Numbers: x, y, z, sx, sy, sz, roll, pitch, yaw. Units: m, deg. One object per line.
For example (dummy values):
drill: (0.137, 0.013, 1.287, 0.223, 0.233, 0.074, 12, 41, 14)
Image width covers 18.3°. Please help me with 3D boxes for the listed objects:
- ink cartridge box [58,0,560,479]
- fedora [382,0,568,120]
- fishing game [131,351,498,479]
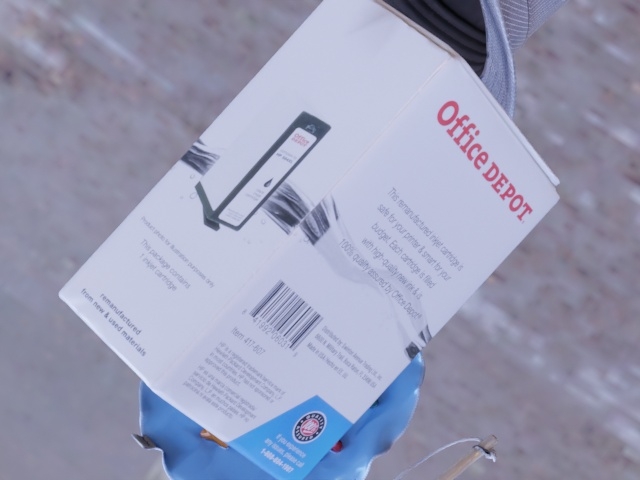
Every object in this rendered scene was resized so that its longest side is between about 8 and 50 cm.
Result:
ink cartridge box: (0.000, 0.000, 0.949, 0.086, 0.203, 0.148, 41, 177, 37)
fedora: (0.081, -0.206, 1.208, 0.275, 0.124, 0.243, 48, 163, 32)
fishing game: (-0.030, 0.085, 1.251, 0.264, 0.189, 0.041, 51, 168, 31)
